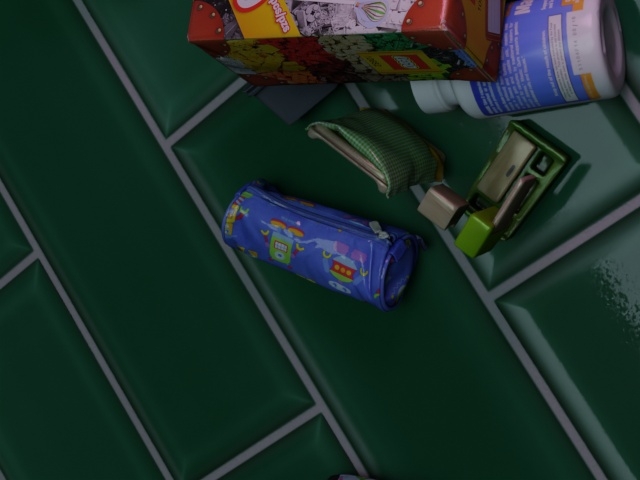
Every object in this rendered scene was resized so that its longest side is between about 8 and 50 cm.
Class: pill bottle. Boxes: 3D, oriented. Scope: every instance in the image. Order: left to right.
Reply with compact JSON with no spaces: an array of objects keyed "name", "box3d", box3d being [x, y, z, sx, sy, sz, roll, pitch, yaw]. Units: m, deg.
[{"name":"pill bottle","box3d":[0.263,-0.248,1.643,0.272,0.152,0.152,-6,94,27]}]

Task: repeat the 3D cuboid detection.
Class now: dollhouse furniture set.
[{"name":"dollhouse furniture set","box3d":[0.164,-0.134,1.682,0.301,0.197,0.151,38,113,17]}]

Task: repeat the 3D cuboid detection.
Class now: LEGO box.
[{"name":"LEGO box","box3d":[0.060,-0.469,1.608,0.372,0.193,0.501,2,78,28]}]

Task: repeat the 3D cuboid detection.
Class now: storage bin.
[{"name":"storage bin","box3d":[-0.036,-0.246,1.835,0.135,0.098,0.091,-36,108,25]}]

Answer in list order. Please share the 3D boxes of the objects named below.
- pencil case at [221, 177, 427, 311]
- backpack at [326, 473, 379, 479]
[{"name":"pencil case","box3d":[0.000,0.000,1.822,0.306,0.119,0.133,21,135,22]},{"name":"backpack","box3d":[0.088,0.479,1.813,0.253,0.191,0.225,5,98,21]}]
